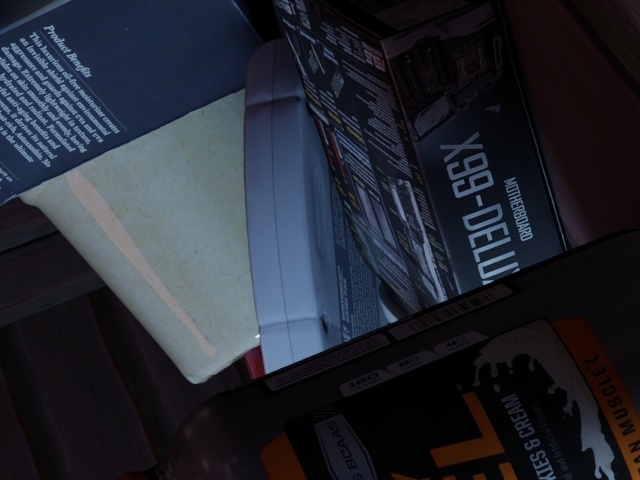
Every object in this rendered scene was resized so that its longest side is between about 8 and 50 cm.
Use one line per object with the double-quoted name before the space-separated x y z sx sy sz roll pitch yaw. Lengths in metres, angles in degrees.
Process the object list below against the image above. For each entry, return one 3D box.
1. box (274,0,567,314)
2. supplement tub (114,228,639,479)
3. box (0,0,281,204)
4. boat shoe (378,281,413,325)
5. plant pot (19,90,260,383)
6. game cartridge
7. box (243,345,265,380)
"box" 0.065 -0.060 1.119 0.307 0.077 0.242 -133 23 -69
"supplement tub" 0.060 0.134 0.822 0.193 0.316 0.193 157 90 -82
"box" -0.214 -0.235 1.416 0.182 0.294 0.296 53 -162 -49
"boat shoe" 0.113 0.103 1.150 0.302 0.114 0.091 -101 -7 -68
"plant pot" -0.117 -0.040 1.648 0.305 0.334 0.334 56 171 1
"game cartridge" 0.000 0.000 1.300 0.196 0.060 0.294 44 -141 -66
"box" 0.029 0.198 1.772 0.300 0.142 0.154 -123 14 -54
